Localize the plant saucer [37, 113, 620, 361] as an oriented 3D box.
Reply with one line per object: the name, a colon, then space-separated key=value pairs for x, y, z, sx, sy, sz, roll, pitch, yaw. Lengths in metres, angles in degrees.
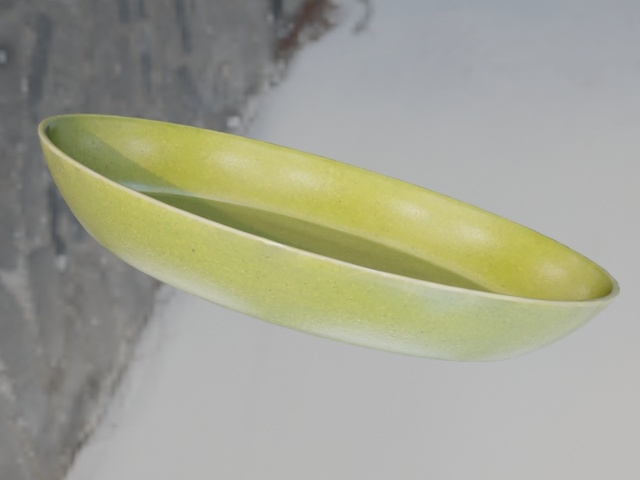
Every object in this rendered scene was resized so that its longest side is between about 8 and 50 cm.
plant saucer: x=0.000 y=0.000 z=0.668 sx=0.241 sy=0.241 sz=0.037 roll=-6 pitch=114 yaw=-62
